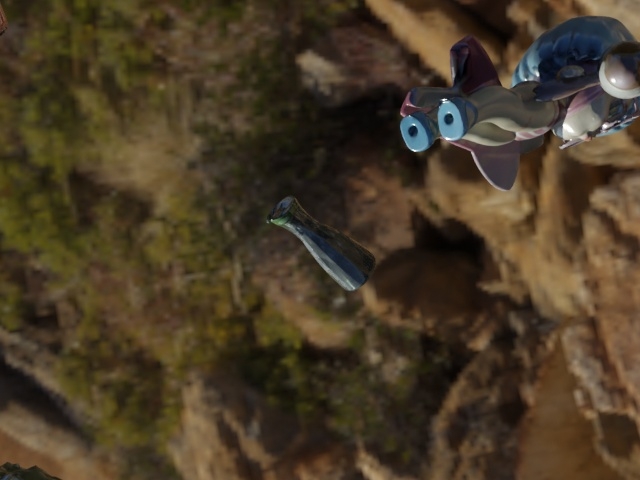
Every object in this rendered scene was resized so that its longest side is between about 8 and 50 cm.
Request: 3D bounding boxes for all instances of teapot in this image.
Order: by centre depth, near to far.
[{"bbox_3d":[0.000,0.000,1.539,0.043,0.110,0.043,-38,29,25],"label":"teapot"}]

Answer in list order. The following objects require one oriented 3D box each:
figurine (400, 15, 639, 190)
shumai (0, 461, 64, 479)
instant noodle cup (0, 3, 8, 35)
[{"bbox_3d":[0.173,-0.123,1.273,0.205,0.260,0.103,-36,76,44],"label":"figurine"},{"bbox_3d":[-0.108,0.206,0.681,0.225,0.260,0.222,96,-175,-75],"label":"shumai"},{"bbox_3d":[-0.415,-0.272,1.539,0.244,0.244,0.255,0,119,53],"label":"instant noodle cup"}]
